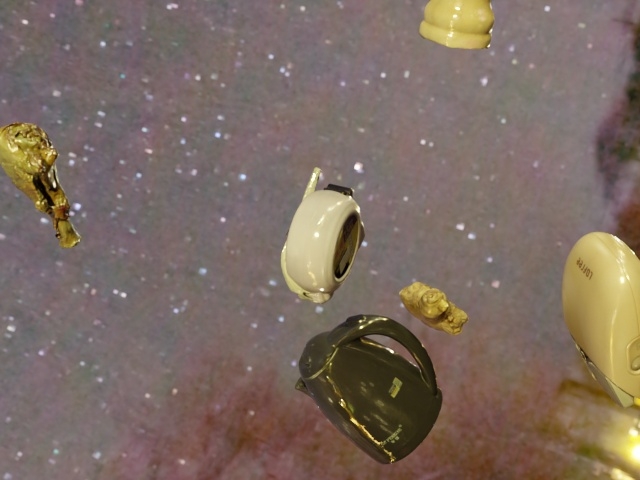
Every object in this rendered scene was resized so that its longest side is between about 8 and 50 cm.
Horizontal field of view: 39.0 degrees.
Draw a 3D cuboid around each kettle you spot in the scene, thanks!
[{"bbox_3d":[0.103,0.279,1.866,0.268,0.290,0.207,-42,18,21],"label":"kettle"}]

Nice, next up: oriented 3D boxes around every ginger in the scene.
[{"bbox_3d":[0.215,0.130,1.804,0.213,0.137,0.074,30,-101,-62],"label":"ginger"}]

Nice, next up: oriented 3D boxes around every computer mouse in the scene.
[{"bbox_3d":[0.363,0.102,1.148,0.145,0.081,0.237,-114,8,-53],"label":"computer mouse"}]

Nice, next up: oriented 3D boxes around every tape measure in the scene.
[{"bbox_3d":[0.001,-0.004,1.548,0.178,0.105,0.196,84,-151,-46],"label":"tape measure"}]

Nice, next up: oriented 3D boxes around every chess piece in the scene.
[{"bbox_3d":[0.242,-0.497,1.373,0.117,0.117,0.397,-38,-38,-55],"label":"chess piece"}]

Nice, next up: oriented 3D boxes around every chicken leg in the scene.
[{"bbox_3d":[-0.347,-0.066,1.136,0.070,0.093,0.178,-30,-59,-23],"label":"chicken leg"}]
